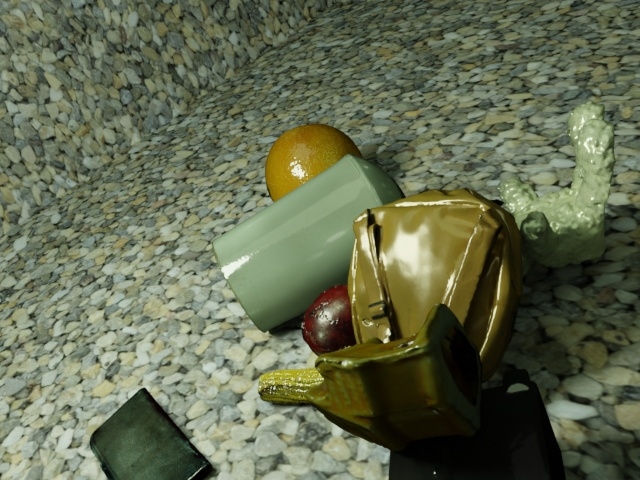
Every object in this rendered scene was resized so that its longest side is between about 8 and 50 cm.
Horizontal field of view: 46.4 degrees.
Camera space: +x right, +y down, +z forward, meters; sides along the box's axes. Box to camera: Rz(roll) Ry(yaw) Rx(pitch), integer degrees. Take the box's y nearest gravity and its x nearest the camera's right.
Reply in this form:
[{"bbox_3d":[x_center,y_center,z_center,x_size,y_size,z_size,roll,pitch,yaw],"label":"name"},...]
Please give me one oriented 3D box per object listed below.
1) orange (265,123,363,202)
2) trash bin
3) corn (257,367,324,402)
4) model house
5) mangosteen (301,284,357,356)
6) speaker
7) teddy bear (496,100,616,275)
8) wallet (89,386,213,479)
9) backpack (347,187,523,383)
[{"bbox_3d":[-0.013,-0.174,1.970,0.274,0.274,0.274,-19,32,12],"label":"orange"},{"bbox_3d":[0.000,0.000,1.693,0.432,0.280,0.280,-29,31,1],"label":"trash bin"},{"bbox_3d":[-0.038,0.288,1.480,0.203,0.072,0.072,-8,35,30],"label":"corn"},{"bbox_3d":[0.091,0.193,1.049,0.239,0.268,0.173,-16,50,21],"label":"model house"},{"bbox_3d":[0.057,0.180,1.502,0.166,0.166,0.180,-37,58,-18],"label":"mangosteen"},{"bbox_3d":[0.234,0.347,1.080,0.232,0.184,0.254,-14,34,19],"label":"speaker"},{"bbox_3d":[0.373,-0.061,1.471,0.362,0.375,0.327,-1,25,13],"label":"teddy bear"},{"bbox_3d":[-0.355,0.432,1.514,0.172,0.045,0.318,-41,37,-19],"label":"wallet"},{"bbox_3d":[0.200,0.093,1.342,0.353,0.201,0.378,8,85,44],"label":"backpack"}]
